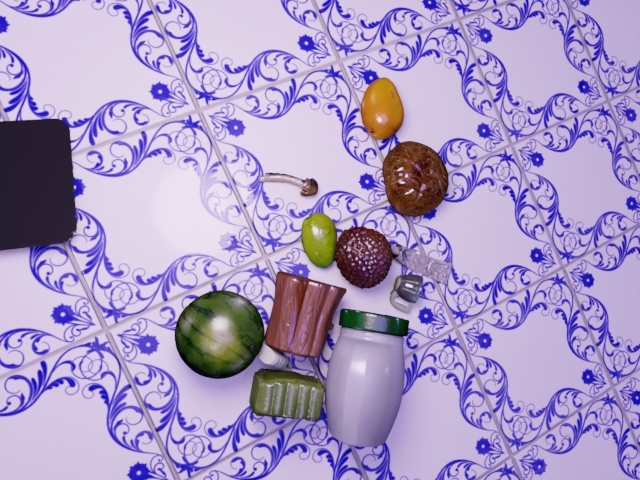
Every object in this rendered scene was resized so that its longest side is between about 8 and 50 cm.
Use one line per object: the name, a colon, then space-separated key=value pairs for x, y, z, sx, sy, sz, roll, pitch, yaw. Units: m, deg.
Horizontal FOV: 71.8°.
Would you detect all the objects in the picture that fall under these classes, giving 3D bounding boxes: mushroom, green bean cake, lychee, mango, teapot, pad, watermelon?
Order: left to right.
pad: x=-0.780 y=-0.157 z=1.237 sx=0.315 sy=0.063 sz=0.375 roll=-7 pitch=78 yaw=-14
watermelon: x=-0.278 y=0.258 z=1.228 sx=0.242 sy=0.242 sz=0.242 roll=1 pitch=86 yaw=-14
green bean cake: x=-0.097 y=0.441 z=1.274 sx=0.200 sy=0.214 sz=0.113 roll=9 pitch=80 yaw=-14
mushroom: x=-0.098 y=-0.182 z=1.402 sx=0.187 sy=0.061 sz=0.060 roll=13 pitch=70 yaw=-1
mango: x=0.000 y=0.000 z=1.386 sx=0.119 sy=0.100 sz=0.178 roll=-13 pitch=97 yaw=-17
lychee: x=0.127 y=0.046 z=1.367 sx=0.188 sy=0.188 sz=0.188 roll=1 pitch=86 yaw=-14
mango: x=0.204 y=-0.442 z=1.465 sx=0.145 sy=0.112 sz=0.219 roll=6 pitch=73 yaw=-13
teapot: x=0.280 y=0.166 z=1.453 sx=0.090 sy=0.092 sz=0.124 roll=17 pitch=76 yaw=4
mushroom: x=0.312 y=-0.203 z=1.456 sx=0.253 sy=0.153 sz=0.253 roll=2 pitch=85 yaw=-24

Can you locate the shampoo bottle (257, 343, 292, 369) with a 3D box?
shampoo bottle: x=-0.129 y=0.352 z=1.320 sx=0.077 sy=0.152 sz=0.045 roll=32 pitch=84 yaw=33

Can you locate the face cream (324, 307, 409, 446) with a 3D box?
face cream: x=0.135 y=0.391 z=1.294 sx=0.219 sy=0.312 sz=0.357 roll=7 pitch=80 yaw=18

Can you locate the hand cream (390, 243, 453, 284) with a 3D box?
hand cream: x=0.330 y=0.071 z=1.492 sx=0.257 sy=0.050 sz=0.084 roll=22 pitch=83 yaw=-18

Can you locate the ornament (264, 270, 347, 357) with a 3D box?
ornament: x=-0.063 y=0.217 z=1.312 sx=0.235 sy=0.221 sz=0.218 roll=21 pitch=82 yaw=-57
